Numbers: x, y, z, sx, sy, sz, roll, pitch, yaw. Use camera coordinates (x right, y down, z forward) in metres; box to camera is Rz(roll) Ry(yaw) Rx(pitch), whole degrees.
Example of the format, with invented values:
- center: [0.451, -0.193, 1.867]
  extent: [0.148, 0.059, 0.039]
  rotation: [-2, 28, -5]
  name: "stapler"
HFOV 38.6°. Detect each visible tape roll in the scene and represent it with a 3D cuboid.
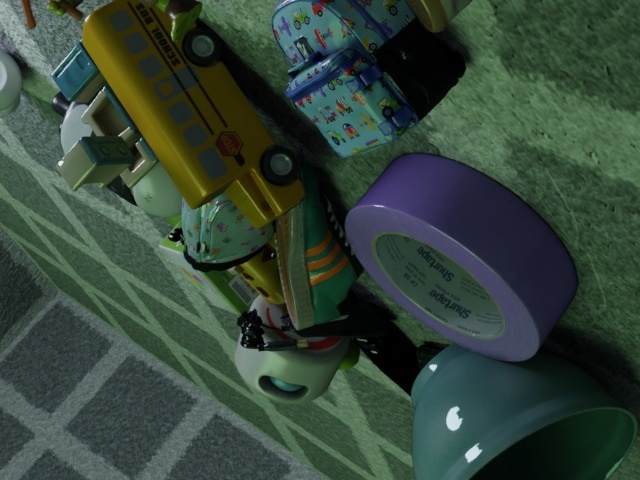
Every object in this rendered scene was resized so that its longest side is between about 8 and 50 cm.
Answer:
- center: [0.164, 0.024, 1.095]
  extent: [0.275, 0.090, 0.275]
  rotation: [34, 159, 15]
  name: "tape roll"

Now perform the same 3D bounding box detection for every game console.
- center: [0.203, 0.226, 1.539]
  extent: [0.213, 0.044, 0.361]
  rotation: [46, 160, -21]
  name: "game console"

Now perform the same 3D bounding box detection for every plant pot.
- center: [0.239, 0.246, 1.217]
  extent: [0.196, 0.293, 0.293]
  rotation: [58, 176, 41]
  name: "plant pot"

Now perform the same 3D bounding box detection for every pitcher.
- center: [-0.667, -0.336, 1.805]
  extent: [0.178, 0.125, 0.207]
  rotation: [60, 168, -10]
  name: "pitcher"

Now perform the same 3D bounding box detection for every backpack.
- center: [-0.132, -0.043, 1.321]
  extent: [0.115, 0.152, 0.182]
  rotation: [48, 150, 28]
  name: "backpack"
- center: [0.025, -0.181, 0.863]
  extent: [0.173, 0.117, 0.158]
  rotation: [50, 158, -18]
  name: "backpack"

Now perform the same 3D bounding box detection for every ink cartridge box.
- center: [-0.247, 0.040, 1.867]
  extent: [0.255, 0.097, 0.189]
  rotation: [12, 147, 51]
  name: "ink cartridge box"

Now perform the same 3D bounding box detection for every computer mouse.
- center: [-0.009, 0.130, 1.483]
  extent: [0.262, 0.060, 0.184]
  rotation: [0, -170, -2]
  name: "computer mouse"

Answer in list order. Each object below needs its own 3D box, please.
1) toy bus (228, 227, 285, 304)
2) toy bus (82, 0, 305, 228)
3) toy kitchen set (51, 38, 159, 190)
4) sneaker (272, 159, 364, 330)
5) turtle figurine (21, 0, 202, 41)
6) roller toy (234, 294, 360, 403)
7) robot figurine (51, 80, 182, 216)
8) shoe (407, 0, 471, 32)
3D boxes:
- center: [-0.114, 0.021, 1.569]
  extent: [0.202, 0.104, 0.191]
  rotation: [29, 158, 28]
  name: "toy bus"
- center: [-0.159, -0.159, 1.172]
  extent: [0.332, 0.130, 0.108]
  rotation: [57, 159, -2]
  name: "toy bus"
- center: [-0.300, -0.185, 1.215]
  extent: [0.207, 0.122, 0.166]
  rotation: [54, -157, 10]
  name: "toy kitchen set"
- center: [0.000, 0.000, 1.345]
  extent: [0.108, 0.121, 0.302]
  rotation: [-118, 18, -45]
  name: "sneaker"
- center: [-0.236, -0.321, 1.043]
  extent: [0.217, 0.087, 0.269]
  rotation: [32, 127, 3]
  name: "turtle figurine"
- center: [-0.056, 0.191, 1.656]
  extent: [0.209, 0.191, 0.146]
  rotation: [46, 131, 27]
  name: "roller toy"
- center: [-0.279, -0.153, 1.400]
  extent: [0.278, 0.173, 0.209]
  rotation: [32, -174, 21]
  name: "robot figurine"
- center: [0.055, -0.269, 0.718]
  extent: [0.219, 0.058, 0.076]
  rotation: [53, -172, -23]
  name: "shoe"
